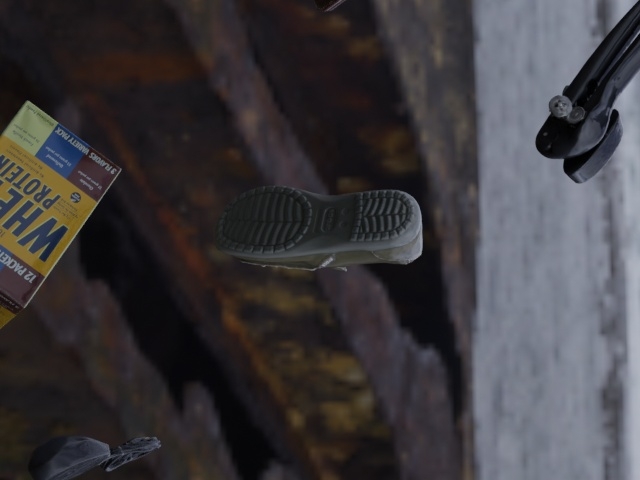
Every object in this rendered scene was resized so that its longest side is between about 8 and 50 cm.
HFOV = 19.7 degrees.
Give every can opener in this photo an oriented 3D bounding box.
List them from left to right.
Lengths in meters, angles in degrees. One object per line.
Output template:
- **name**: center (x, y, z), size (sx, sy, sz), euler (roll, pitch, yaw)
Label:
- **can opener**: center (0.251, -0.142, 1.619), size (0.186, 0.059, 0.073), euler (-59, 148, -11)

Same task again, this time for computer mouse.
- **computer mouse**: center (-0.243, 0.225, 1.991), size (0.041, 0.071, 0.242), euler (62, 17, 11)

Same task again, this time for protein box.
- **protein box**: center (-0.361, -0.023, 2.142), size (0.201, 0.136, 0.200), euler (-57, -170, -21)

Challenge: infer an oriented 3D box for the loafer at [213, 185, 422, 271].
- **loafer**: center (0.000, 0.000, 2.004), size (0.087, 0.251, 0.094), euler (55, 45, -48)

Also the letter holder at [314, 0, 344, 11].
- **letter holder**: center (-0.039, -0.406, 1.912), size (0.214, 0.152, 0.302), euler (153, -68, -62)
